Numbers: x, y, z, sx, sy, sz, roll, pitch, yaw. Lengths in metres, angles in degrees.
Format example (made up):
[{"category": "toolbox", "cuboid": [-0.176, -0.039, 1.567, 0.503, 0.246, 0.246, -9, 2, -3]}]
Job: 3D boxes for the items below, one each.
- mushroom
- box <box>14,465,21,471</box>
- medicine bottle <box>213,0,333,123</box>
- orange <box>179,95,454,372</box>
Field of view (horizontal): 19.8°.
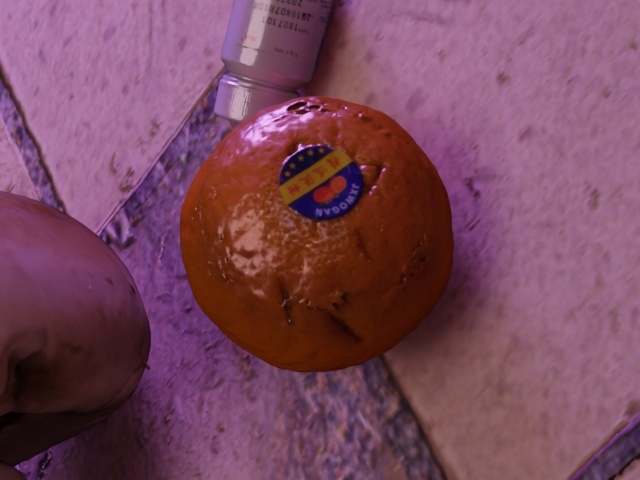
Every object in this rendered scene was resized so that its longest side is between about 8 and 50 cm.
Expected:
[{"category": "mushroom", "cuboid": [-0.214, 0.123, 1.003, 0.292, 0.292, 0.290, -33, 72, 39]}, {"category": "box", "cuboid": [-0.238, 0.127, 1.189, 0.055, 0.039, 0.218, -53, 49, 29]}, {"category": "medicine bottle", "cuboid": [-0.026, -0.106, 0.991, 0.052, 0.052, 0.089, 22, 99, 46]}, {"category": "orange", "cuboid": [-0.002, 0.001, 0.899, 0.117, 0.135, 0.135, 101, 151, -57]}]
